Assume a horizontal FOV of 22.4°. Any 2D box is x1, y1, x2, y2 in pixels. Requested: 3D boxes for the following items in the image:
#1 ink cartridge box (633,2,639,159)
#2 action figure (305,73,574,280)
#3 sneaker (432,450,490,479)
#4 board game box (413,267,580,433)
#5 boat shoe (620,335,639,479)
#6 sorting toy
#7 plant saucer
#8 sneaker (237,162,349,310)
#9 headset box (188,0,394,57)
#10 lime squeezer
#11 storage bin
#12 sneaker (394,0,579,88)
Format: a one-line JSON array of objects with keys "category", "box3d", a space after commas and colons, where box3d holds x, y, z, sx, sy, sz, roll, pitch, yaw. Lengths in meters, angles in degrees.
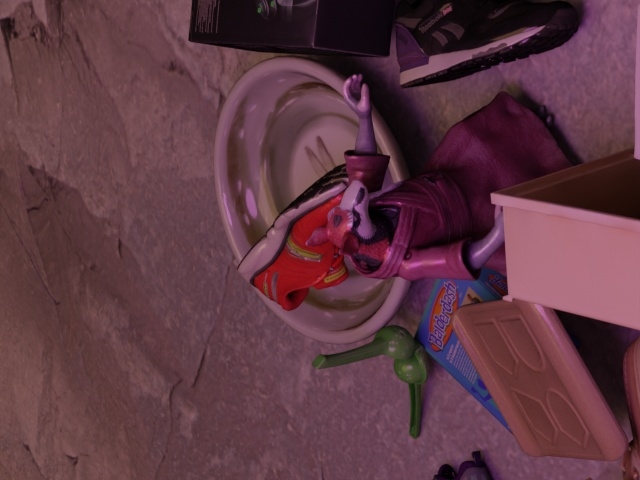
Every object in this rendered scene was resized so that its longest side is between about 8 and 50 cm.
[{"category": "ink cartridge box", "box3d": [0.449, -0.155, 1.592, 0.232, 0.171, 0.168, 18, 118, 45]}, {"category": "action figure", "box3d": [0.123, -0.035, 1.870, 0.248, 0.370, 0.276, 52, 141, 26]}, {"category": "sneaker", "box3d": [0.169, 0.367, 2.231, 0.223, 0.083, 0.098, -38, 55, 45]}, {"category": "board game box", "box3d": [0.222, 0.129, 2.075, 0.210, 0.047, 0.160, 44, 135, 30]}, {"category": "boat shoe", "box3d": [0.396, 0.266, 1.865, 0.110, 0.121, 0.341, -6, 102, 50]}, {"category": "sorting toy", "box3d": [0.279, 0.199, 1.887, 0.307, 0.041, 0.229, 60, 160, -3]}, {"category": "plant saucer", "box3d": [0.012, -0.061, 2.206, 0.400, 0.100, 0.401, 22, 120, 44]}, {"category": "sneaker", "box3d": [0.000, 0.000, 2.111, 0.118, 0.107, 0.279, 45, 141, 3]}, {"category": "headset box", "box3d": [-0.026, -0.362, 2.056, 0.283, 0.131, 0.246, 9, 95, 49]}, {"category": "lime squeezer", "box3d": [0.100, 0.176, 2.146, 0.058, 0.310, 0.110, 18, 77, 33]}, {"category": "storage bin", "box3d": [0.364, -0.003, 1.683, 0.262, 0.260, 0.123, 13, 114, 47]}, {"category": "sneaker", "box3d": [0.181, -0.267, 1.925, 0.283, 0.107, 0.124, -11, 90, 51]}]
